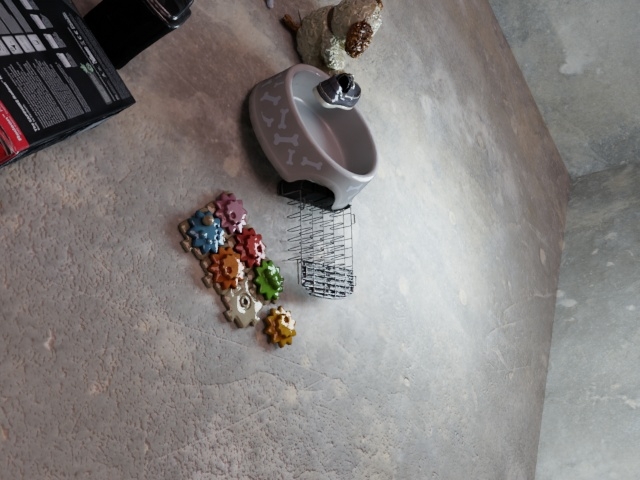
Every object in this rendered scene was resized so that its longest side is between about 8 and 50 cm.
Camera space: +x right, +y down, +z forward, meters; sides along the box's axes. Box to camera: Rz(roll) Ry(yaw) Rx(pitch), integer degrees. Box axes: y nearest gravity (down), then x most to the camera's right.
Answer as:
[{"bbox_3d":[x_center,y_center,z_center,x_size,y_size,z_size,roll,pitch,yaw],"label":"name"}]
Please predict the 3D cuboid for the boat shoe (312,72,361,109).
[{"bbox_3d":[0.056,-0.344,1.292,0.075,0.065,0.206,56,31,1],"label":"boat shoe"}]

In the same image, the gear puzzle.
[{"bbox_3d":[-0.137,0.074,1.121,0.175,0.044,0.338,-46,113,-48],"label":"gear puzzle"}]

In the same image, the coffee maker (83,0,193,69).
[{"bbox_3d":[-0.310,-0.364,0.951,0.120,0.178,0.171,25,59,-43],"label":"coffee maker"}]

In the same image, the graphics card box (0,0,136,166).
[{"bbox_3d":[-0.403,-0.236,0.747,0.232,0.094,0.371,59,15,-18],"label":"graphics card box"}]

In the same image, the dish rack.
[{"bbox_3d":[0.000,0.000,1.298,0.208,0.074,0.271,14,69,-47],"label":"dish rack"}]

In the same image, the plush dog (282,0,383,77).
[{"bbox_3d":[0.050,-0.526,1.410,0.211,0.225,0.262,41,49,-35],"label":"plush dog"}]

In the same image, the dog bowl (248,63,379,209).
[{"bbox_3d":[0.001,-0.246,1.294,0.349,0.102,0.348,34,39,-33],"label":"dog bowl"}]

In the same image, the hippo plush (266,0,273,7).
[{"bbox_3d":[-0.076,-0.769,1.330,0.234,0.237,0.294,41,49,-35],"label":"hippo plush"}]
